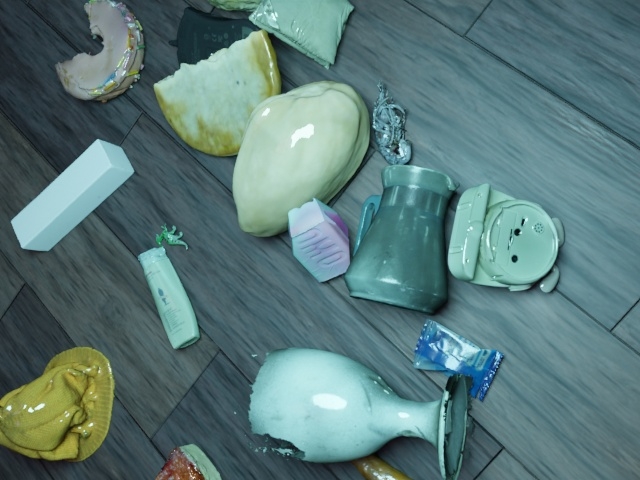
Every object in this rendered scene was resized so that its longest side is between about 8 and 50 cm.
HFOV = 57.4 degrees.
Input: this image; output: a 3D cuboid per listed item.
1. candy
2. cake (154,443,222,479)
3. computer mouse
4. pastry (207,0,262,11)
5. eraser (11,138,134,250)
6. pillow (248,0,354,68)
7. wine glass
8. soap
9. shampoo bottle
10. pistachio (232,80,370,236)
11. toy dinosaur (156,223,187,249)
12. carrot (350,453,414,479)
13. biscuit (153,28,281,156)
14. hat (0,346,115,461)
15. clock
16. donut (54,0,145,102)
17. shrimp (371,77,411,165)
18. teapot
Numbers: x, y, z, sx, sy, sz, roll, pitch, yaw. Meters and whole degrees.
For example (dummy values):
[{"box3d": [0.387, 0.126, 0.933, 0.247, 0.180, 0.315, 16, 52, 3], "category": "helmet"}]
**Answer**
[{"box3d": [0.221, 0.197, 0.969, 0.136, 0.038, 0.088, 24, 100, 16], "category": "candy"}, {"box3d": [-0.274, 0.507, 1.116, 0.116, 0.086, 0.221, 34, 96, 24], "category": "cake"}, {"box3d": [-0.192, -0.382, 1.180, 0.264, 0.088, 0.147, 20, 116, 21], "category": "computer mouse"}, {"box3d": [-0.140, -0.609, 1.157, 0.329, 0.136, 0.330, -2, 83, 21], "category": "pastry"}, {"box3d": [-0.556, -0.096, 1.305, 0.298, 0.076, 0.078, -38, 71, 14], "category": "eraser"}, {"box3d": [-0.027, -0.417, 1.081, 0.077, 0.181, 0.134, 13, 79, 64], "category": "pillow"}, {"box3d": [0.058, 0.277, 0.949, 0.356, 0.190, 0.191, 0, 84, 22], "category": "wine glass"}, {"box3d": [0.000, 0.000, 1.024, 0.100, 0.149, 0.056, -25, 44, 16], "category": "soap"}, {"box3d": [-0.310, 0.116, 1.194, 0.072, 0.049, 0.213, -36, 72, 19], "category": "shampoo bottle"}, {"box3d": [-0.044, -0.145, 1.046, 0.213, 0.193, 0.318, 27, 111, -18], "category": "pistachio"}, {"box3d": [-0.317, 0.000, 1.226, 0.062, 0.021, 0.083, -40, 67, 21], "category": "toy dinosaur"}, {"box3d": [0.091, 0.389, 1.003, 0.224, 0.057, 0.057, 31, 96, 28], "category": "carrot"}, {"box3d": [-0.189, -0.270, 1.151, 0.308, 0.040, 0.205, -12, 102, 35], "category": "biscuit"}, {"box3d": [-0.579, 0.346, 1.181, 0.244, 0.233, 0.234, -38, 73, 16], "category": "hat"}, {"box3d": [0.299, 0.003, 0.907, 0.190, 0.062, 0.152, 14, 81, -13], "category": "clock"}, {"box3d": [-0.477, -0.413, 1.303, 0.199, 0.085, 0.233, 35, 98, 23], "category": "donut"}, {"box3d": [0.124, -0.214, 1.048, 0.065, 0.056, 0.165, -9, 91, 37], "category": "shrimp"}, {"box3d": [0.132, -0.001, 0.977, 0.203, 0.170, 0.225, 3, 77, 53], "category": "teapot"}]
